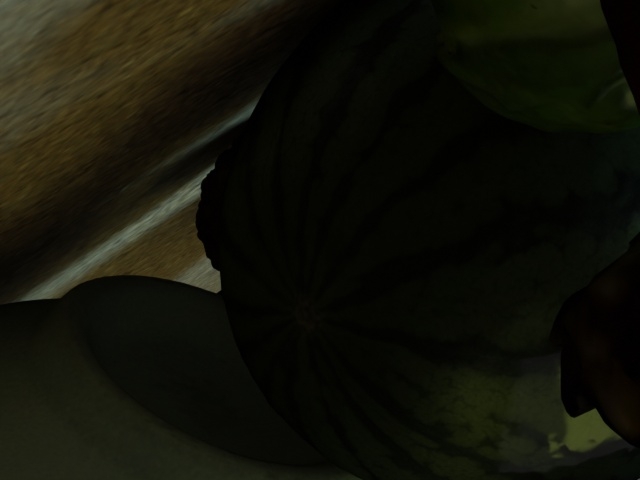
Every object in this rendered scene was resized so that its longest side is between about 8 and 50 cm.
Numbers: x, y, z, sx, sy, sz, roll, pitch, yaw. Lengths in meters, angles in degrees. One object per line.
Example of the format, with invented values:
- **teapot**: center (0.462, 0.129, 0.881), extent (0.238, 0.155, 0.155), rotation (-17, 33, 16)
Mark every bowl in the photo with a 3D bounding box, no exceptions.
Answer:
- **bowl**: center (-0.092, 0.146, 0.942), extent (0.196, 0.435, 0.435), rotation (-63, 166, 22)

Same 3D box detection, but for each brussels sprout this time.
- **brussels sprout**: center (0.116, -0.119, 0.671), extent (0.183, 0.131, 0.145), rotation (-35, -176, 43)

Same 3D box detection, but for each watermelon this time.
- **watermelon**: center (0.114, -0.014, 0.890), extent (0.279, 0.279, 0.359), rotation (-36, 170, 38)

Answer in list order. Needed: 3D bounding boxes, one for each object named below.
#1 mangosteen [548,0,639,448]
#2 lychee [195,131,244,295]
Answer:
- **mangosteen**: center (0.261, -0.092, 0.430), extent (0.421, 0.381, 0.381), rotation (-26, -177, 34)
- **lychee**: center (0.000, 0.000, 1.083), extent (0.197, 0.165, 0.165), rotation (-43, 177, 2)
